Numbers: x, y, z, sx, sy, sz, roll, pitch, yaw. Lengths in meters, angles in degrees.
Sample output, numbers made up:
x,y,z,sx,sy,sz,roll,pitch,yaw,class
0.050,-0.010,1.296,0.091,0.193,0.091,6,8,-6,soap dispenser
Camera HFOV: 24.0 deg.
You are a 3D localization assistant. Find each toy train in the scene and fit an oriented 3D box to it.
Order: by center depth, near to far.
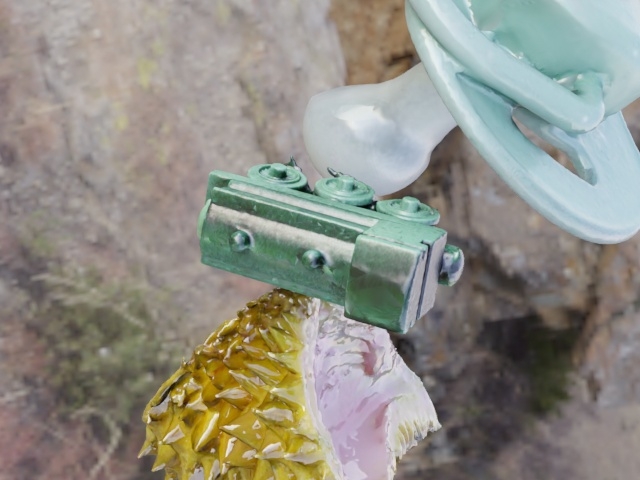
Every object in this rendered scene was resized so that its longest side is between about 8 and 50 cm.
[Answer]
x,y,z,sx,sy,sz,roll,pitch,yaw,class
0.000,0.000,0.922,0.111,0.170,0.071,-30,133,-66,toy train

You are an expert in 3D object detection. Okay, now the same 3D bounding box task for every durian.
x,y,z,sx,sy,sz,roll,pitch,yaw,class
-0.035,0.143,1.119,0.305,0.195,0.186,44,37,-67,durian

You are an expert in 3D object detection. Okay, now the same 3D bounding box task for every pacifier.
x,y,z,sx,sy,sz,roll,pitch,yaw,class
0.088,-0.127,1.035,0.288,0.269,0.343,34,35,-34,pacifier
